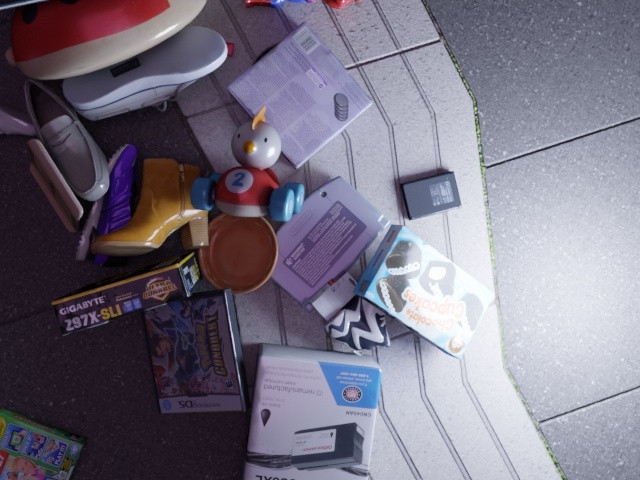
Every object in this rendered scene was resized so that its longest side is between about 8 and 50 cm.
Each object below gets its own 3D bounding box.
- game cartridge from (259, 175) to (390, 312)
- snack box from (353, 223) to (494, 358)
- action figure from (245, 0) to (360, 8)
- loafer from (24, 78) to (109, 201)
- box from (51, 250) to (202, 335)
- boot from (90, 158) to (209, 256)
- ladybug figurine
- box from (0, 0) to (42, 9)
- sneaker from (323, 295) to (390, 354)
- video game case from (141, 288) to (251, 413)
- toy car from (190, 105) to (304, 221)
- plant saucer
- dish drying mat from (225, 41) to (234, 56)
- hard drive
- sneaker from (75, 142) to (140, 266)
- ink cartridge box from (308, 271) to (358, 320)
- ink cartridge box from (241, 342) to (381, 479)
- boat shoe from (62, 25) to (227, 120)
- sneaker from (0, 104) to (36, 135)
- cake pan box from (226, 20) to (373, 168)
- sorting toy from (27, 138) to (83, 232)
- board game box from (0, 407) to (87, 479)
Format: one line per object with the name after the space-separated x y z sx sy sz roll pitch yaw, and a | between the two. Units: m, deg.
0.000 0.000 1.586 0.198 0.062 0.297 42 88 -1 | game cartridge
0.249 0.124 1.550 0.322 0.060 0.187 34 80 -24 | snack box
-0.033 -0.612 1.540 0.280 0.091 0.139 2 101 -5 | action figure
-0.565 -0.222 1.444 0.112 0.111 0.319 -37 70 5 | loafer
-0.397 0.104 1.418 0.257 0.322 0.079 -16 95 -4 | box
-0.384 -0.079 1.470 0.295 0.104 0.211 -5 80 -43 | boot
-0.465 -0.493 1.399 0.449 0.305 0.162 -29 132 -10 | ladybug figurine
-0.469 -0.743 1.290 0.480 0.297 0.471 -14 51 -5 | box
0.139 0.179 1.588 0.235 0.094 0.153 -43 102 -9 | sneaker
-0.292 0.259 1.513 0.248 0.035 0.275 -9 91 27 | video game case
-0.152 -0.180 1.466 0.219 0.210 0.238 8 102 9 | toy car
-0.190 0.027 1.549 0.200 0.037 0.200 -2 84 15 | plant saucer
-0.249 -0.462 1.569 0.083 0.008 0.032 10 92 -6 | dish drying mat
0.272 -0.110 1.621 0.135 0.022 0.094 -14 93 -5 | hard drive
-0.451 -0.073 1.526 0.146 0.102 0.293 20 92 -14 | sneaker
0.036 0.128 1.558 0.115 0.029 0.063 -43 111 -6 | ink cartridge box
-0.029 0.462 1.541 0.285 0.166 0.395 7 92 -5 | ink cartridge box
-0.381 -0.358 1.495 0.367 0.156 0.136 -25 75 -8 | boat shoe
-0.744 -0.264 1.506 0.212 0.080 0.094 20 102 1 | sneaker
-0.052 -0.344 1.562 0.246 0.070 0.267 -43 95 -4 | cake pan box
-0.583 -0.118 1.461 0.038 0.208 0.193 -33 95 -25 | sorting toy
-0.712 0.581 1.544 0.213 0.046 0.317 22 90 -6 | board game box
